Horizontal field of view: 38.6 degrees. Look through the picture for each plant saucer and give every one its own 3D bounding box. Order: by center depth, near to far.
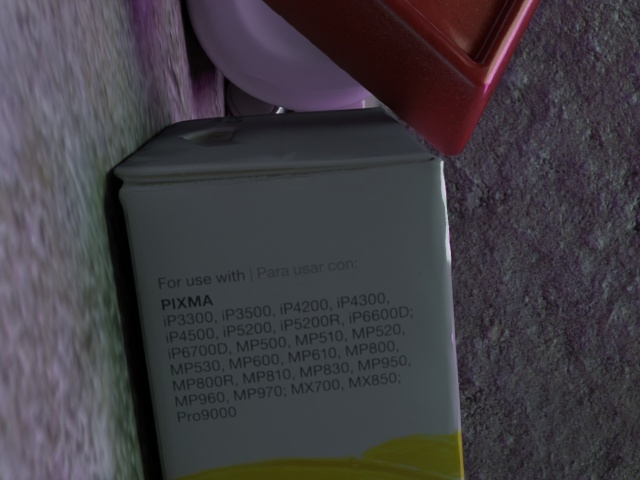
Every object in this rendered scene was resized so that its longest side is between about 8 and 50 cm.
[{"bbox_3d":[0.062,-0.229,0.572,0.048,0.258,0.259,-9,-132,60],"label":"plant saucer"}]

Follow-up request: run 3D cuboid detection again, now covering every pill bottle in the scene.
[{"bbox_3d":[-0.015,-0.270,0.987,0.407,0.229,0.229,-98,-178,-76],"label":"pill bottle"}]

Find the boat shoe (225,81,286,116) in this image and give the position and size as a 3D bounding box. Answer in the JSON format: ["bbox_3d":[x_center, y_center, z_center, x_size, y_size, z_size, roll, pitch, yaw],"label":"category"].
[{"bbox_3d":[-0.083,-0.209,1.245,0.254,0.095,0.079,-110,180,-50],"label":"boat shoe"}]

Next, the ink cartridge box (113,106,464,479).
[{"bbox_3d":[-0.006,0.118,0.586,0.279,0.160,0.384,-101,-176,-77],"label":"ink cartridge box"}]

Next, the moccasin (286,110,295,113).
[{"bbox_3d":[-0.081,-0.322,1.449,0.139,0.147,0.380,-19,108,-76],"label":"moccasin"}]

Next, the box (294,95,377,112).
[{"bbox_3d":[0.028,-0.200,1.317,0.275,0.094,0.113,-59,148,-76],"label":"box"}]
